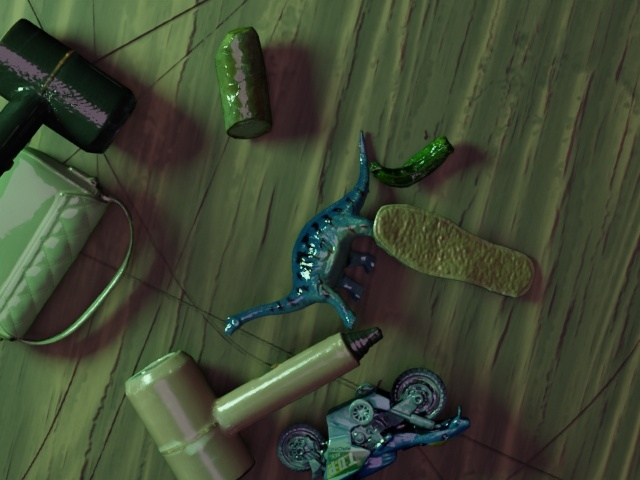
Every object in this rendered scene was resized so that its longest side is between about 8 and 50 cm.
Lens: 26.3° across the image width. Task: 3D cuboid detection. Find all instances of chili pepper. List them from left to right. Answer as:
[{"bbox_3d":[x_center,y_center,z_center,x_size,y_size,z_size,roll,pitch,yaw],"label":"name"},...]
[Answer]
[{"bbox_3d":[0.123,-0.101,1.833,0.118,0.035,0.055,-19,123,-7],"label":"chili pepper"}]

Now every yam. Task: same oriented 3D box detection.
[{"bbox_3d":[-0.104,-0.206,1.808,0.069,0.070,0.146,-9,96,1],"label":"yam"}]

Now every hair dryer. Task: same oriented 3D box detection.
[{"bbox_3d":[-0.386,-0.109,1.714,0.189,0.107,0.352,33,54,-5],"label":"hair dryer"},{"bbox_3d":[-0.074,0.187,1.815,0.344,0.107,0.189,-30,94,10],"label":"hair dryer"}]

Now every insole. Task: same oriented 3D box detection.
[{"bbox_3d":[0.179,0.016,1.823,0.248,0.011,0.081,20,85,-19],"label":"insole"}]

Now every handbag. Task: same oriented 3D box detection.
[{"bbox_3d":[-0.376,0.017,1.829,0.219,0.079,0.256,33,95,-10],"label":"handbag"}]

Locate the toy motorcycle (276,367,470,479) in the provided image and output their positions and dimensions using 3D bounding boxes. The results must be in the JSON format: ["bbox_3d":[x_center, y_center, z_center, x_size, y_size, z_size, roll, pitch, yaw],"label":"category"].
[{"bbox_3d":[0.072,0.269,1.846,0.254,0.092,0.135,-27,95,8],"label":"toy motorcycle"}]

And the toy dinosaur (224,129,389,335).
[{"bbox_3d":[0.019,0.026,1.829,0.144,0.076,0.329,35,87,2],"label":"toy dinosaur"}]
